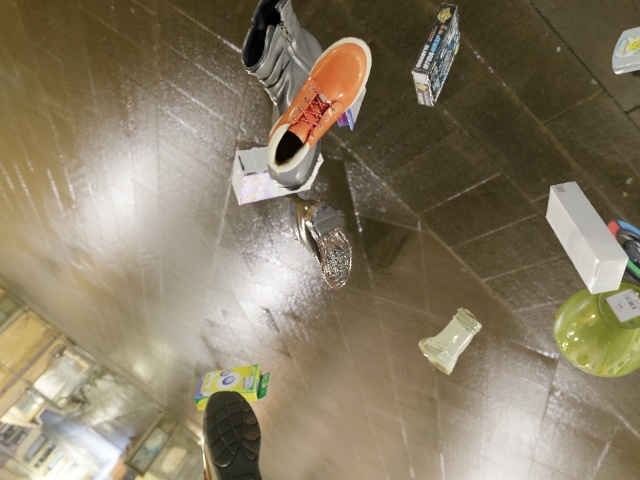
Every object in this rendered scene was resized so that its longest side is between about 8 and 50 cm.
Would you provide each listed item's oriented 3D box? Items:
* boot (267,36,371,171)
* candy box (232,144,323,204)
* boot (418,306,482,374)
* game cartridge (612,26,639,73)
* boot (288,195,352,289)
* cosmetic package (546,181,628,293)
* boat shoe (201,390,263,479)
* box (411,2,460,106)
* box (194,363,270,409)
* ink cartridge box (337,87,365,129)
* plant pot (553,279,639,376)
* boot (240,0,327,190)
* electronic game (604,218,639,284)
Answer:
[{"bbox_3d":[-0.003,-0.138,0.538,0.059,0.085,0.158,35,117,-11],"label":"boot"},{"bbox_3d":[-0.109,-0.169,1.254,0.165,0.196,0.070,123,130,-66],"label":"candy box"},{"bbox_3d":[0.345,0.253,1.362,0.077,0.165,0.213,34,-178,-2],"label":"boot"},{"bbox_3d":[0.514,-0.315,0.844,0.017,0.083,0.056,29,166,-29],"label":"game cartridge"},{"bbox_3d":[0.000,0.000,1.079,0.106,0.082,0.219,33,147,46],"label":"boot"},{"bbox_3d":[0.557,-0.012,1.086,0.060,0.239,0.099,-10,135,3],"label":"cosmetic package"},{"bbox_3d":[-0.181,0.458,1.010,0.122,0.324,0.120,11,128,-28],"label":"boat shoe"},{"bbox_3d":[0.331,-0.519,1.451,0.051,0.220,0.175,21,172,22],"label":"box"},{"bbox_3d":[-0.221,0.371,1.310,0.179,0.105,0.043,-9,112,4],"label":"box"},{"bbox_3d":[0.077,-0.500,1.654,0.065,0.311,0.186,-9,127,19],"label":"ink cartridge box"},{"bbox_3d":[0.832,0.224,1.464,0.274,0.275,0.293,20,163,24],"label":"plant pot"},{"bbox_3d":[-0.085,-0.283,0.994,0.118,0.338,0.222,1,168,25],"label":"boot"},{"bbox_3d":[0.848,0.037,1.369,0.229,0.229,0.048,36,135,0],"label":"electronic game"}]
